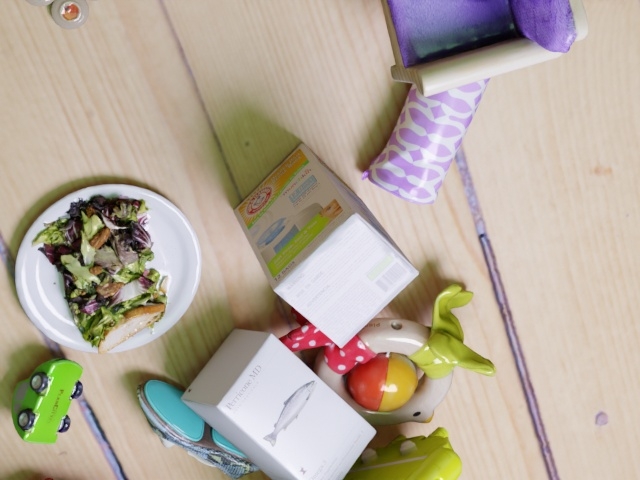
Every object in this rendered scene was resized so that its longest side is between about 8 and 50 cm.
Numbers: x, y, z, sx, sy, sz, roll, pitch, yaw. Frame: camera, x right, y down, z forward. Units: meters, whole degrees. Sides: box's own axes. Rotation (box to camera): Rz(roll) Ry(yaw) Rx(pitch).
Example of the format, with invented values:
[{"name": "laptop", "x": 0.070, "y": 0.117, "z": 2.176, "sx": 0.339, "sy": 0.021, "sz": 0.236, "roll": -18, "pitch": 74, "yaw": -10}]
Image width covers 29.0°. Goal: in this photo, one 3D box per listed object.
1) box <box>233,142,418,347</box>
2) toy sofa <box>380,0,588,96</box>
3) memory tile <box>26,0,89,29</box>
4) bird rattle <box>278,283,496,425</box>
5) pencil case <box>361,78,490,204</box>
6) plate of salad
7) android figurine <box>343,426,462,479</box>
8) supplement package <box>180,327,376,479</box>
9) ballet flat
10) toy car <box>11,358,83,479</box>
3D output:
[{"name": "box", "x": 0.000, "y": 0.000, "z": 1.285, "sx": 0.114, "sy": 0.203, "sz": 0.103, "roll": -44, "pitch": 118, "yaw": 7}, {"name": "toy sofa", "x": 0.115, "y": -0.328, "z": 1.145, "sx": 0.150, "sy": 0.177, "sz": 0.363, "roll": -17, "pitch": 104, "yaw": -9}, {"name": "memory tile", "x": -0.235, "y": -0.285, "z": 1.187, "sx": 0.113, "sy": 0.012, "sz": 0.148, "roll": 38, "pitch": 99, "yaw": -28}, {"name": "bird rattle", "x": 0.070, "y": 0.142, "z": 1.423, "sx": 0.253, "sy": 0.143, "sz": 0.207, "roll": -1, "pitch": 130, "yaw": -15}, {"name": "pencil case", "x": 0.121, "y": -0.141, "z": 1.331, "sx": 0.088, "sy": 0.086, "sz": 0.206, "roll": 25, "pitch": 105, "yaw": 9}, {"name": "plate of salad", "x": -0.223, "y": 0.036, "z": 1.319, "sx": 0.199, "sy": 0.048, "sz": 0.200, "roll": -7, "pitch": 116, "yaw": -14}, {"name": "android figurine", "x": 0.054, "y": 0.290, "z": 1.422, "sx": 0.273, "sy": 0.248, "sz": 0.056, "roll": -31, "pitch": 99, "yaw": -47}, {"name": "supplement package", "x": -0.047, "y": 0.195, "z": 1.386, "sx": 0.179, "sy": 0.105, "sz": 0.105, "roll": 44, "pitch": 70, "yaw": -21}, {"name": "ballet flat", "x": -0.146, "y": 0.225, "z": 1.425, "sx": 0.188, "sy": 0.070, "sz": 0.070, "roll": 35, "pitch": 100, "yaw": -24}, {"name": "toy car", "x": -0.324, "y": 0.229, "z": 1.352, "sx": 0.239, "sy": 0.053, "sz": 0.225, "roll": 20, "pitch": 92, "yaw": -53}]
